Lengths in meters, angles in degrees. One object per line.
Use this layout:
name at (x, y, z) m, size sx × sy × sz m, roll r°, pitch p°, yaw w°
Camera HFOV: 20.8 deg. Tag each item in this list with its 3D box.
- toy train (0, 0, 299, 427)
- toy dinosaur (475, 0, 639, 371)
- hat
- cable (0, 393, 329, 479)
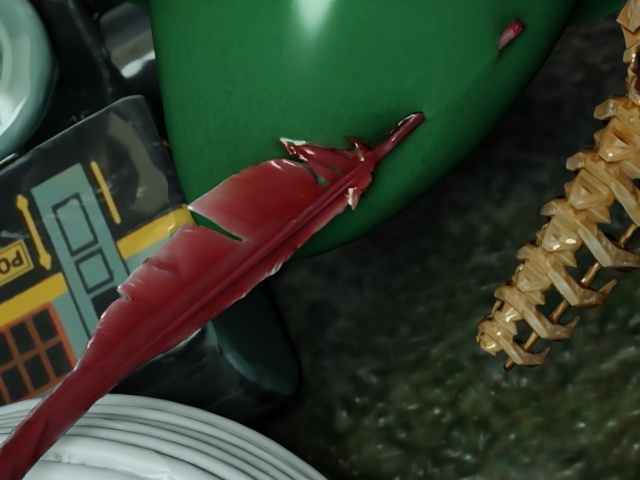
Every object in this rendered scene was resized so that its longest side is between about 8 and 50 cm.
toy train at (-0.169, 0.038, 0.656) m, size 0.334 × 0.142 × 0.190 m, roll -28°, pitch 71°, yaw 8°
toy dinosaur at (0.167, -0.095, 0.528) m, size 0.322 × 0.218 × 0.164 m, roll -27°, pitch 62°, yaw 9°
hat at (0.000, 0.000, 0.554) m, size 0.208 × 0.173 × 0.183 m, roll 2°, pitch 84°, yaw -8°
cable at (-0.072, 0.178, 0.535) m, size 0.257 × 0.089 × 0.257 m, roll -24°, pitch 87°, yaw 17°
